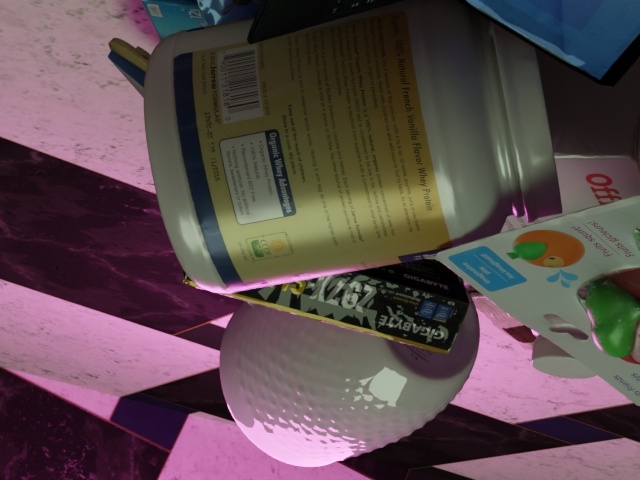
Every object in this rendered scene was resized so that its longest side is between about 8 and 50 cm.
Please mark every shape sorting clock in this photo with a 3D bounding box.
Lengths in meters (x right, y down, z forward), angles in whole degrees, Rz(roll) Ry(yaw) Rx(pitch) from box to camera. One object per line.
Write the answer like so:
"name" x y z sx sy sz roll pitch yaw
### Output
"shape sorting clock" -0.137 -0.132 1.629 0.206 0.040 0.206 46 175 5

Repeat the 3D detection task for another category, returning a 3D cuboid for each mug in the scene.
"mug" 0.025 0.114 2.200 0.374 0.276 0.328 48 145 -10

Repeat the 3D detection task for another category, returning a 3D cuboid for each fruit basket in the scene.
"fruit basket" 0.324 0.051 1.275 0.353 0.165 0.327 -22 139 34

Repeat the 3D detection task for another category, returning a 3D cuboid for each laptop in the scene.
"laptop" 0.117 -0.183 1.095 0.264 0.137 0.234 -20 161 -27

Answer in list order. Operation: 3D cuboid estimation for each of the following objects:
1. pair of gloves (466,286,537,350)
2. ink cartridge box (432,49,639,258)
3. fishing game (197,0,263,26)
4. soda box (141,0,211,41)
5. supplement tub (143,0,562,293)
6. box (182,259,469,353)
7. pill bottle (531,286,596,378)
"pair of gloves" 0.346 0.112 2.293 0.240 0.042 0.204 -4 155 36
"ink cartridge box" 0.164 -0.097 1.605 0.395 0.166 0.285 3 160 24
"fishing game" -0.025 -0.205 1.424 0.189 0.041 0.264 -3 129 22
"soda box" -0.113 -0.212 1.581 0.067 0.071 0.210 10 161 11
"supplement tub" 0.031 -0.089 1.340 0.316 0.228 0.228 -10 157 8
"box" 0.000 0.000 1.878 0.322 0.079 0.257 16 -155 -14
"pill bottle" 0.243 0.058 1.536 0.078 0.137 0.078 10 161 3
